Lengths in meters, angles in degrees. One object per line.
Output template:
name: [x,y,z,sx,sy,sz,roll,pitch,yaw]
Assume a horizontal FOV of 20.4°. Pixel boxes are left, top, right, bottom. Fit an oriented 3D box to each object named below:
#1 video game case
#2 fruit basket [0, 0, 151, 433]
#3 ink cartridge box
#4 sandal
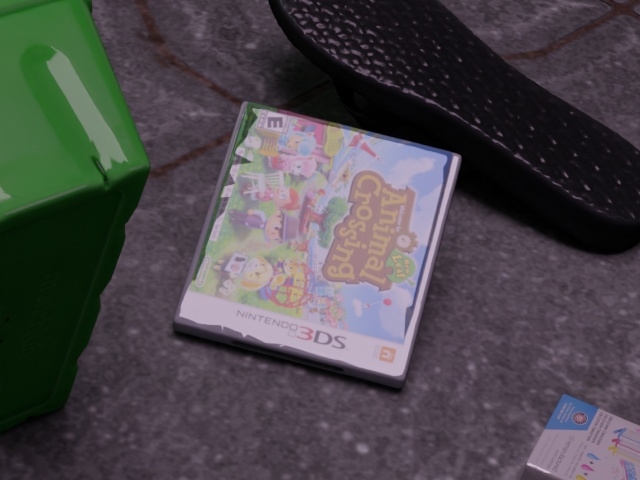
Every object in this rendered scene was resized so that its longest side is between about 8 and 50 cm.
video game case: [0.000,0.000,1.466,0.193,0.023,0.212,14,66,4]
fruit basket: [-0.329,-0.060,1.258,0.283,0.392,0.392,-22,48,-36]
ink cartridge box: [0.220,0.195,1.295,0.143,0.090,0.092,22,39,14]
sandal: [0.113,-0.121,1.683,0.445,0.107,0.167,38,43,13]
